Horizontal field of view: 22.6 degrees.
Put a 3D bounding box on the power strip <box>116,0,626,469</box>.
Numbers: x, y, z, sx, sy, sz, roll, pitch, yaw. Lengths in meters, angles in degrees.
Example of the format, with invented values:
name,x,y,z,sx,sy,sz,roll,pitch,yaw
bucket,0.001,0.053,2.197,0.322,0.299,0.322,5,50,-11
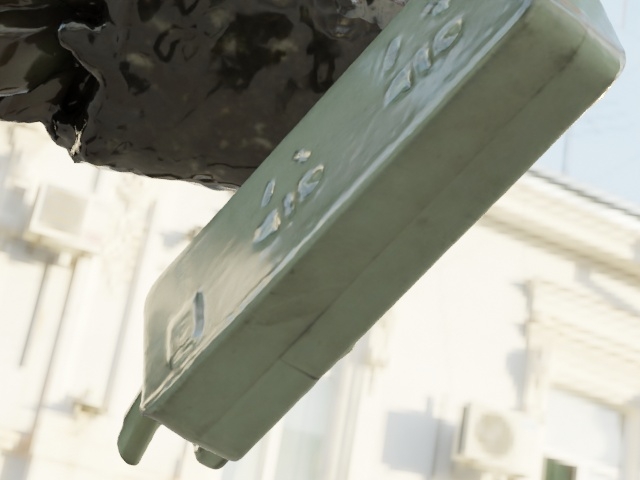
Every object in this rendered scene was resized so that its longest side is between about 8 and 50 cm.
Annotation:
name,x,y,z,sx,sy,sz,roll,pitch,yaw
power strip,0.000,0.000,0.643,0.053,0.093,0.288,33,-65,-25

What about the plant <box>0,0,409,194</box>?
name,x,y,z,sx,sy,sz,roll,pitch,yaw
plant,-0.112,-0.131,0.885,0.320,0.181,0.194,22,-68,-6
